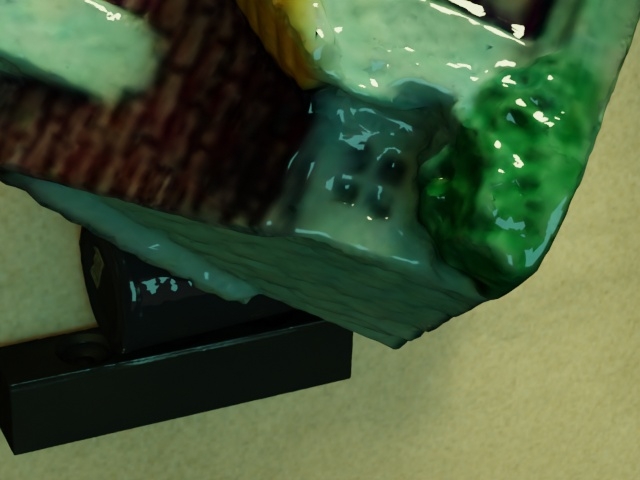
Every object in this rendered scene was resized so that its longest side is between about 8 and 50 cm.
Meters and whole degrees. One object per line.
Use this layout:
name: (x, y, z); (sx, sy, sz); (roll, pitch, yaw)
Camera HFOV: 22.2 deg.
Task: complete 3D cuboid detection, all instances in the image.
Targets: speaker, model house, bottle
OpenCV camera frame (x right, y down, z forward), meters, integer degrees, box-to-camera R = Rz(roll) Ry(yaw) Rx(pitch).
speaker: (-0.076, 0.066, 0.865); (0.191, 0.040, 0.046); (-11, 120, -23)
model house: (-0.005, -0.127, 0.721); (0.248, 0.230, 0.281); (24, 74, -8)
bottle: (0.000, 0.000, 0.860); (0.244, 0.072, 0.082); (-14, 73, -23)
